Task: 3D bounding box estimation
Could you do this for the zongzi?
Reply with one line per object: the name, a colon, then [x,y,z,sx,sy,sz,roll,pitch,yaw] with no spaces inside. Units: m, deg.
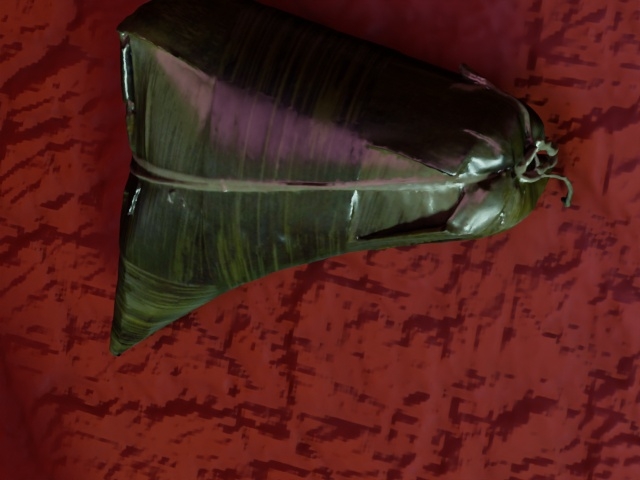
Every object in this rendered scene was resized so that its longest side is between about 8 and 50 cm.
zongzi: [0.000,0.000,0.748,0.187,0.084,0.184,21,119,17]
